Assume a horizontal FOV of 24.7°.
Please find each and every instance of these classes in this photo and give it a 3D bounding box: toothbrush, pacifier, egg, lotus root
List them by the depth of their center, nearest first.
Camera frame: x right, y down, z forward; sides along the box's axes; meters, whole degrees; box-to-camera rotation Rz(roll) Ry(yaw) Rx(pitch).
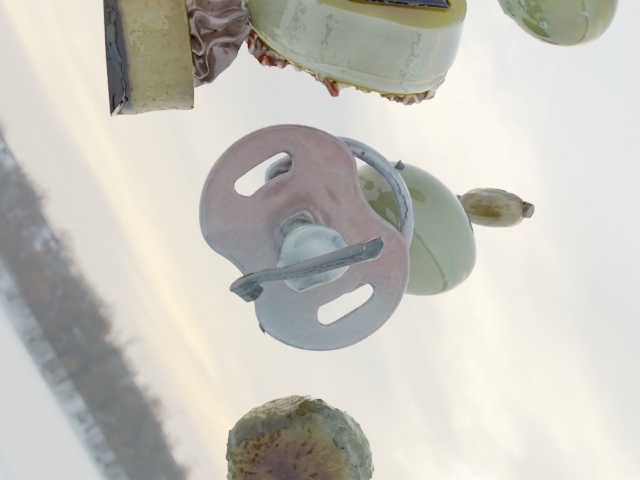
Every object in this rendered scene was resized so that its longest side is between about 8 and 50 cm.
[{"bbox_3d":[-0.018,0.033,1.648,0.030,0.030,0.297,47,-32,-16],"label":"toothbrush"},{"bbox_3d":[-0.017,0.003,1.975,0.220,0.273,0.332,-22,-74,36],"label":"pacifier"},{"bbox_3d":[0.319,-0.356,1.991,0.201,0.164,0.164,51,-12,-2],"label":"egg"},{"bbox_3d":[0.127,-0.015,2.212,0.241,0.186,0.186,41,-11,-6],"label":"egg"},{"bbox_3d":[0.272,-0.052,2.368,0.150,0.073,0.062,9,-62,29],"label":"lotus root"}]

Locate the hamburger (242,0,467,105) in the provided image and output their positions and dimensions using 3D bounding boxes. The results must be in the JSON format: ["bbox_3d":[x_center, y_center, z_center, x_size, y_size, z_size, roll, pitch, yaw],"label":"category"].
[{"bbox_3d":[0.041,-0.290,1.849,0.151,0.295,0.227,115,-16,-50],"label":"hamburger"}]

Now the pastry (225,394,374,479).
[{"bbox_3d":[-0.030,0.296,1.975,0.182,0.192,0.093,56,26,-12],"label":"pastry"}]

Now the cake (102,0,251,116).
[{"bbox_3d":[-0.173,-0.244,1.770,0.185,0.178,0.208,109,-20,-71],"label":"cake"}]
